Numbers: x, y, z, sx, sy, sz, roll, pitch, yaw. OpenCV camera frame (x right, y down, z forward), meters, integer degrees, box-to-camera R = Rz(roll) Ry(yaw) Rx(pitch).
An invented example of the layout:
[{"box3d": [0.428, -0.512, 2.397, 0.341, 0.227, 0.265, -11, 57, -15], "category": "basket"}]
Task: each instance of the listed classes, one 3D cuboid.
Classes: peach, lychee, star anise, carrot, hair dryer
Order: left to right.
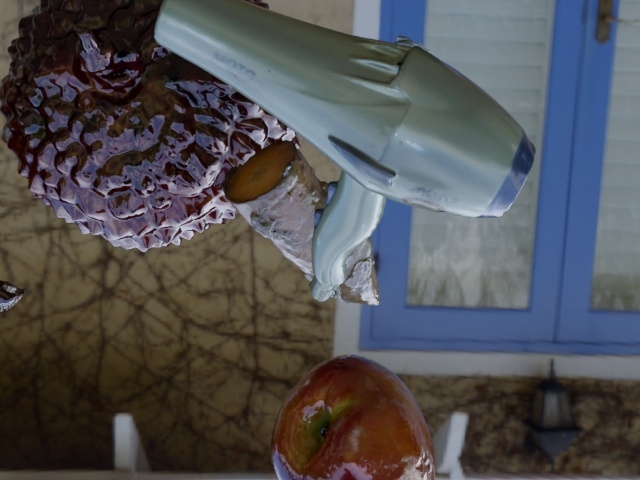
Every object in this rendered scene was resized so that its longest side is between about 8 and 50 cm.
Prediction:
[{"box3d": [-0.558, 0.123, 1.430, 0.140, 0.144, 0.158, 10, -176, -10], "category": "star anise"}, {"box3d": [-0.234, -0.192, 1.249, 0.424, 0.425, 0.500, 4, 177, 13], "category": "lychee"}, {"box3d": [-0.021, -0.084, 0.731, 0.298, 0.296, 0.119, -34, -159, 47], "category": "hair dryer"}, {"box3d": [0.000, 0.000, 1.015, 0.102, 0.102, 0.263, 11, 151, 45], "category": "carrot"}, {"box3d": [0.047, 0.272, 1.189, 0.199, 0.244, 0.243, -17, 179, 26], "category": "peach"}]

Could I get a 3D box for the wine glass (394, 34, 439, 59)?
[{"box3d": [0.098, -0.212, 1.349, 0.122, 0.183, 0.122, 34, 160, 14], "category": "wine glass"}]
